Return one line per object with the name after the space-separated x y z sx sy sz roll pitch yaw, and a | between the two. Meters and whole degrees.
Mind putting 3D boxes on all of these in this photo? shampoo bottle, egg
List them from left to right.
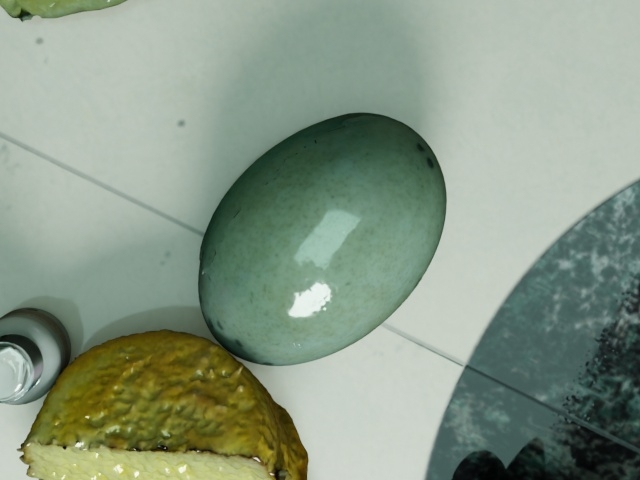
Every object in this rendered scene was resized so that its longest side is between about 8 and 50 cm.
-0.247 0.099 1.300 0.074 0.192 0.074 0 95 -2 | shampoo bottle
0.000 0.000 1.316 0.236 0.169 0.169 -43 94 -1 | egg

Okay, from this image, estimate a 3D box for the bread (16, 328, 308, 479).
-0.122 0.150 1.308 0.229 0.143 0.139 2 61 13 | bread

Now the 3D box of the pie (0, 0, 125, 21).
-0.197 -0.348 1.335 0.371 0.078 0.296 -39 94 2 | pie
